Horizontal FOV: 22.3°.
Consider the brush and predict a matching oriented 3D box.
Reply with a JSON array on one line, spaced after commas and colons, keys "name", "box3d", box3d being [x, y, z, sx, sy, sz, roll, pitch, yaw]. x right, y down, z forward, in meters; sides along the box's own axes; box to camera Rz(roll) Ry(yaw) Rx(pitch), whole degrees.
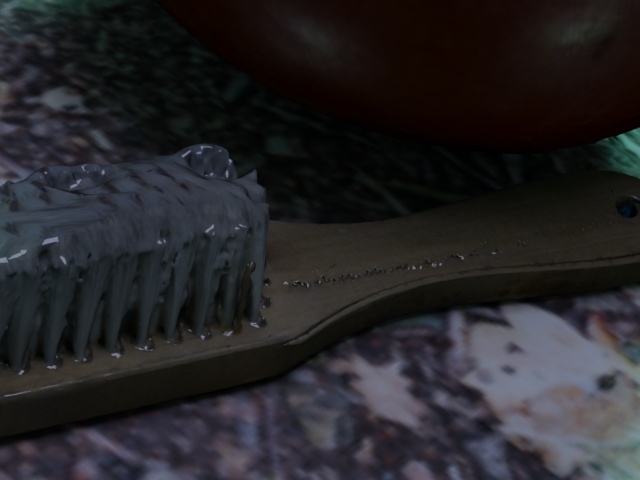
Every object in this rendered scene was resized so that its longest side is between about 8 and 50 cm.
[{"name": "brush", "box3d": [0.000, 0.000, 0.541, 0.327, 0.065, 0.070, -8, 41, -32]}]

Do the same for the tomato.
[{"name": "tomato", "box3d": [0.058, -0.144, 0.664, 0.289, 0.176, 0.335, 4, 34, 17]}]
